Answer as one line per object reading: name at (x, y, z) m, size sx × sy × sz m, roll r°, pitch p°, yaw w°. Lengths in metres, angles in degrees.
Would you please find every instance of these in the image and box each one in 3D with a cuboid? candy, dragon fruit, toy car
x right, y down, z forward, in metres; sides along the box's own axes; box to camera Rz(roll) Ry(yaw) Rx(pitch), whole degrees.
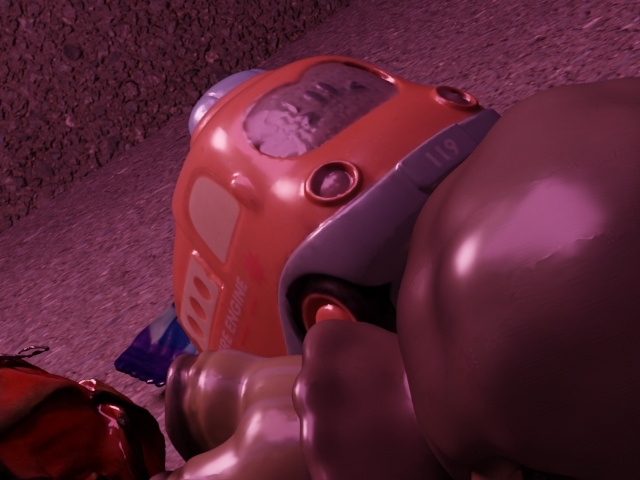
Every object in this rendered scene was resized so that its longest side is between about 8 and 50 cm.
candy at (-0.049, 0.046, 1.364) m, size 0.275 × 0.070 × 0.145 m, roll -35°, pitch 22°, yaw -27°
dragon fruit at (-0.166, 0.157, 0.839) m, size 0.192 × 0.193 × 0.274 m, roll -45°, pitch -26°, yaw -10°
toy car at (0.000, 0.000, 0.975) m, size 0.180 × 0.212 × 0.270 m, roll -36°, pitch -22°, yaw -35°

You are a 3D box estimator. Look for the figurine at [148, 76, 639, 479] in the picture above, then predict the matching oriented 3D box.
figurine at (0.084, 0.054, 0.733) m, size 0.380 × 0.203 × 0.248 m, roll -25°, pitch 17°, yaw 25°
